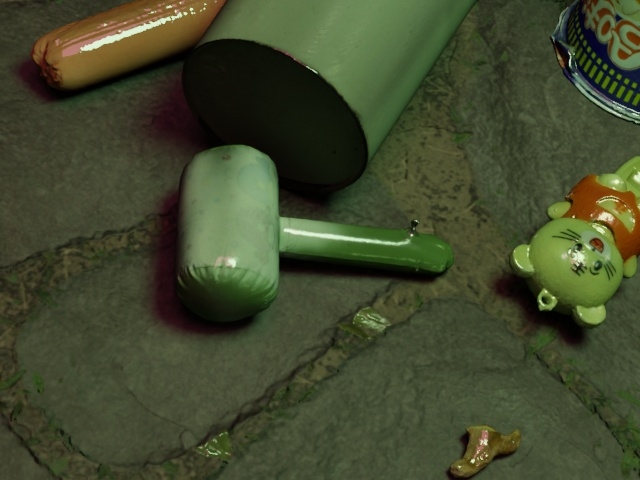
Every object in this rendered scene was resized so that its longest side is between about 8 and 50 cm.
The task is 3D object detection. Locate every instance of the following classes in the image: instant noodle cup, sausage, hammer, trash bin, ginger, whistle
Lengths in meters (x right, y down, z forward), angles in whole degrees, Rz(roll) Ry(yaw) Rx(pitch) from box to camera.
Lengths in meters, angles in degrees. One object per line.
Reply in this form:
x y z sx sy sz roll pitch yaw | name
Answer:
0.493 -0.353 1.428 0.284 0.312 0.284 4 56 -6 | instant noodle cup
-0.228 -0.267 1.383 0.289 0.086 0.086 -25 64 -25 | sausage
0.000 0.000 1.243 0.335 0.119 0.206 6 58 -14 | hammer
0.038 -0.296 1.341 0.280 0.280 0.432 26 60 7 | trash bin
0.176 0.220 1.166 0.097 0.030 0.048 -23 65 -25 | ginger
0.336 -0.010 1.299 0.131 0.106 0.288 40 59 8 | whistle
